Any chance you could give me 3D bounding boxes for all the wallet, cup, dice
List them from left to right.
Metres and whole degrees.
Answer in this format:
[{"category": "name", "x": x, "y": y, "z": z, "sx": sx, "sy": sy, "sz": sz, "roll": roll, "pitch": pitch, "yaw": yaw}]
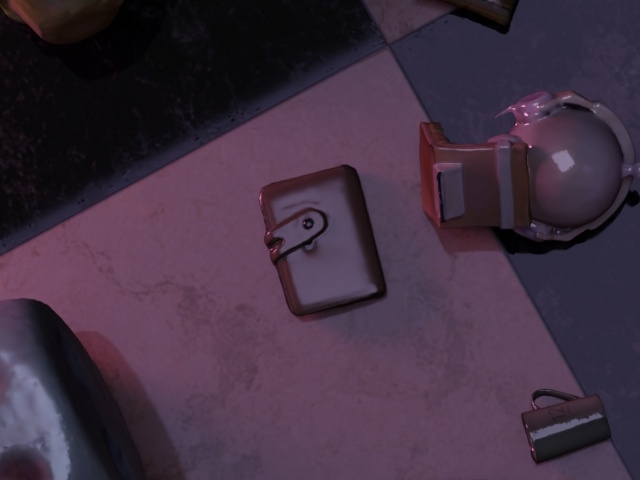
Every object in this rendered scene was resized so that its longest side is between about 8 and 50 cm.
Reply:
[{"category": "dice", "x": -0.342, "y": 0.230, "z": 1.803, "sx": 0.268, "sy": 0.264, "sz": 0.262, "roll": -28, "pitch": 78, "yaw": 0}, {"category": "wallet", "x": 0.000, "y": 0.000, "z": 1.921, "sx": 0.118, "sy": 0.039, "sz": 0.153, "roll": -16, "pitch": 80, "yaw": 1}, {"category": "cup", "x": 0.254, "y": 0.190, "z": 1.857, "sx": 0.083, "sy": 0.075, "sz": 0.054, "roll": -17, "pitch": 115, "yaw": 0}]

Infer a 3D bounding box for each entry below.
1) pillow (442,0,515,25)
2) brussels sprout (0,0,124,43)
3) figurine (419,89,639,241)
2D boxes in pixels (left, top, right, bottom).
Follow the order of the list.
[{"category": "pillow", "x": 0.190, "y": -0.346, "z": 1.961, "sx": 0.113, "sy": 0.038, "sz": 0.203, "roll": 22, "pitch": 84, "yaw": 7}, {"category": "brussels sprout", "x": -0.293, "y": -0.355, "z": 1.936, "sx": 0.219, "sy": 0.210, "sz": 0.271, "roll": -12, "pitch": 90, "yaw": -18}, {"category": "figurine", "x": 0.222, "y": -0.075, "z": 1.872, "sx": 0.236, "sy": 0.141, "sz": 0.162, "roll": -8, "pitch": 107, "yaw": 3}]
